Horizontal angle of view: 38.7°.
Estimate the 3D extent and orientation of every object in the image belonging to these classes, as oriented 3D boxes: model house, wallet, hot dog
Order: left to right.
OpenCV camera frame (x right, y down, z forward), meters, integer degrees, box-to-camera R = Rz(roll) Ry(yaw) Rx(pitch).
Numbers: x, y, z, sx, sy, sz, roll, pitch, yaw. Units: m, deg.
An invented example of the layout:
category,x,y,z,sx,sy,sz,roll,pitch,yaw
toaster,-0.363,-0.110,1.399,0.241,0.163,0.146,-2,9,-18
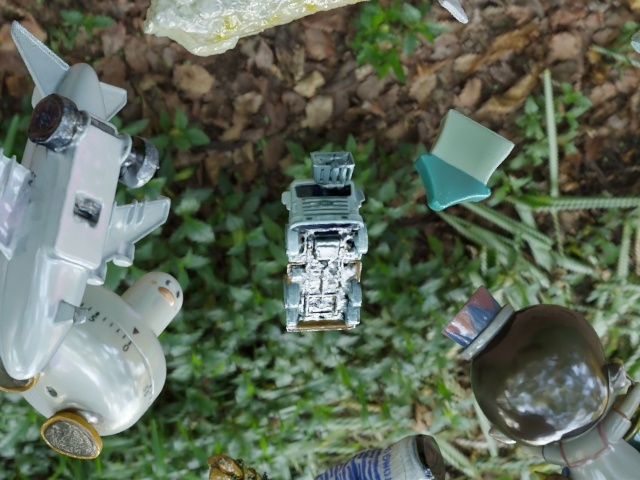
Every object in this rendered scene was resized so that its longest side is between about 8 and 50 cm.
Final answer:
category,x,y,z,sx,sy,sz,roll,pitch,yaw
hot dog,-0.161,0.519,1.910,0.072,0.109,0.269,-26,138,6
wallet,0.158,-0.299,1.129,0.044,0.083,0.011,32,118,-27
model house,0.219,-0.116,1.470,0.127,0.100,0.149,30,86,1

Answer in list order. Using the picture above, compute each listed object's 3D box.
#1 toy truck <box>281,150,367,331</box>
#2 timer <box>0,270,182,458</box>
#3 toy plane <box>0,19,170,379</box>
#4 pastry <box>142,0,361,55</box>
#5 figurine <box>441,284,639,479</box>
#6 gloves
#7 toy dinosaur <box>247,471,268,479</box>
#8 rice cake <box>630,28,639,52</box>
category,x,y,z,sx,sy,sz,roll,pitch,yaw
toy truck,0.000,0.000,1.532,0.133,0.184,0.338,-2,141,-5
timer,-0.316,0.148,1.273,0.233,0.240,0.233,16,130,19
toy plane,-0.191,-0.027,0.663,0.101,0.255,0.251,-13,154,32
pastry,-0.013,-0.207,0.686,0.258,0.089,0.121,-9,172,20
figurine,0.246,0.157,0.944,0.161,0.158,0.275,-33,105,24
gloves,0.049,0.302,1.089,0.097,0.119,0.229,35,119,-19
toy dinosaur,-0.075,0.356,1.236,0.045,0.080,0.197,-17,172,-18
rice cake,0.562,-0.285,1.379,0.045,0.245,0.042,-41,122,-2
